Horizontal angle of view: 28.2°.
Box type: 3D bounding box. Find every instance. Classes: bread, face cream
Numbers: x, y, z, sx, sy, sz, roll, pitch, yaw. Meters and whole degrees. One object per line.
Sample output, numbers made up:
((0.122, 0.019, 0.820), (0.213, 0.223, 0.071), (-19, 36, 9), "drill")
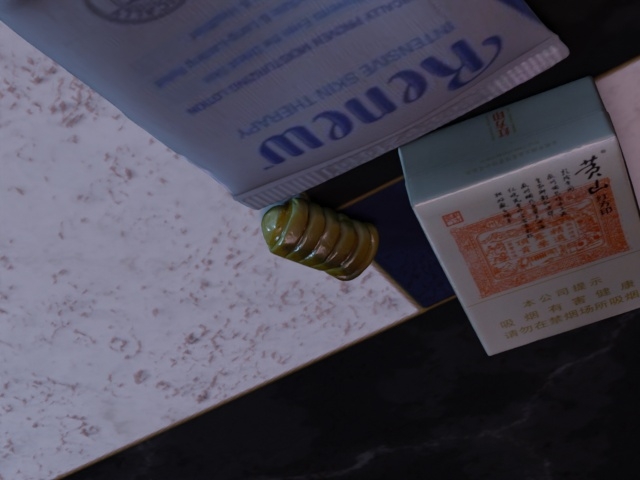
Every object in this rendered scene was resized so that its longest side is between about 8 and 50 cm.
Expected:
((0.000, 0.000, 0.875), (0.088, 0.034, 0.049), (23, 125, -34), "bread")
((-0.041, -0.140, 0.654), (0.234, 0.137, 0.420), (-27, 150, 17), "face cream")

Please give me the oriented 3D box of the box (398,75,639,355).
((0.149, -0.009, 0.876), (0.141, 0.058, 0.201), (-18, 140, 10), "box")
